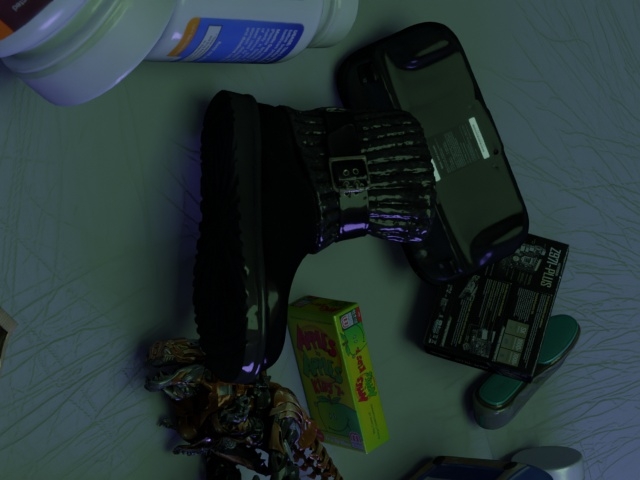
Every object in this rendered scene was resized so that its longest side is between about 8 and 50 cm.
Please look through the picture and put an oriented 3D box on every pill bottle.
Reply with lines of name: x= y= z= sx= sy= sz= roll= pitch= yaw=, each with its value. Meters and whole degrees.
pill bottle: x=-0.329 y=-0.314 z=1.552 sx=0.392 sy=0.224 sz=0.224 roll=42 pitch=67 yaw=-36
pill bottle: x=-0.093 y=-0.270 z=1.817 sx=0.272 sy=0.152 sz=0.152 roll=-4 pitch=97 yaw=-43
pill bottle: x=0.320 y=0.397 z=2.279 sx=0.119 sy=0.119 sz=0.208 roll=-15 pitch=105 yaw=-40

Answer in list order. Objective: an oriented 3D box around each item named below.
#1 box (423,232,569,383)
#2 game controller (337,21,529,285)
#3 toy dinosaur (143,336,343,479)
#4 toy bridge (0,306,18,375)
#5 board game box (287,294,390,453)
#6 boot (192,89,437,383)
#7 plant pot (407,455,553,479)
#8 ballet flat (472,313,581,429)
box: x=0.227 y=0.076 z=2.136 sx=0.077 sy=0.147 sz=0.180 roll=65 pitch=41 yaw=-76
game controller: x=0.144 y=-0.106 z=2.058 sx=0.166 sy=0.067 sz=0.319 roll=-27 pitch=103 yaw=-16
toy dinosaur: x=-0.075 y=0.228 z=1.895 sx=0.322 sy=0.164 sz=0.218 roll=23 pitch=61 yaw=-20
toy bridge: x=-0.369 y=0.156 z=1.693 sx=0.063 sy=0.026 sz=0.188 roll=49 pitch=63 yaw=-35
board game box: x=0.020 y=0.161 z=2.002 sx=0.043 sy=0.092 sz=0.181 roll=-27 pitch=112 yaw=-36
boot: x=0.002 y=-0.002 z=1.863 sx=0.260 sy=0.131 sz=0.348 roll=8 pitch=74 yaw=-26
plant pot: x=0.189 y=0.405 z=2.095 sx=0.236 sy=0.236 sz=0.212 roll=-36 pitch=110 yaw=-34
ballet flat: x=0.279 y=0.181 z=2.268 sx=0.213 sy=0.072 sz=0.068 roll=-40 pitch=146 yaw=-32
